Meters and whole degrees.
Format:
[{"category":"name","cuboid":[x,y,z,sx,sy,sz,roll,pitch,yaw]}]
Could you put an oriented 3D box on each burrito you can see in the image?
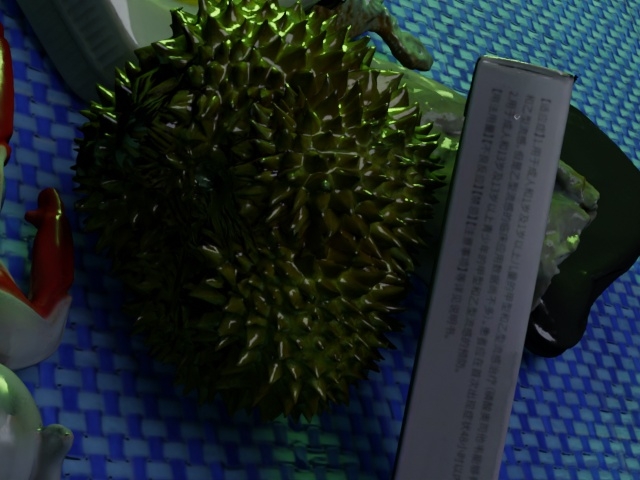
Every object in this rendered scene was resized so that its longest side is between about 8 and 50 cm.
[{"category":"burrito","cuboid":[0.065,-0.068,0.999,0.331,0.135,0.190,30,50,-1]}]

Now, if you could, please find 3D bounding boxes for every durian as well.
[{"category":"durian","cuboid":[-0.040,-0.029,0.817,0.224,0.291,0.291,-28,82,-44]}]

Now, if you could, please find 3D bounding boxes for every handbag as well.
[{"category":"handbag","cuboid":[0.223,-0.021,1.193,0.191,0.075,0.332,48,44,2]}]

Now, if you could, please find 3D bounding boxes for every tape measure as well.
[{"category":"tape measure","cuboid":[-0.133,-0.249,0.985,0.271,0.133,0.231,-33,96,-42]}]

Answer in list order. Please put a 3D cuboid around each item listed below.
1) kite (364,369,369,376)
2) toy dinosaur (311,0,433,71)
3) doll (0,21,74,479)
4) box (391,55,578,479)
[{"category":"kite","cuboid":[-0.001,0.001,1.016,0.141,0.015,0.245,33,46,-20]},{"category":"toy dinosaur","cuboid":[-0.042,-0.292,1.147,0.393,0.092,0.206,17,56,-37]},{"category":"doll","cuboid":[-0.231,0.009,0.742,0.188,0.099,0.384,7,51,-39]},{"category":"box","cuboid":[0.099,0.067,0.813,0.065,0.200,0.343,11,86,6]}]
